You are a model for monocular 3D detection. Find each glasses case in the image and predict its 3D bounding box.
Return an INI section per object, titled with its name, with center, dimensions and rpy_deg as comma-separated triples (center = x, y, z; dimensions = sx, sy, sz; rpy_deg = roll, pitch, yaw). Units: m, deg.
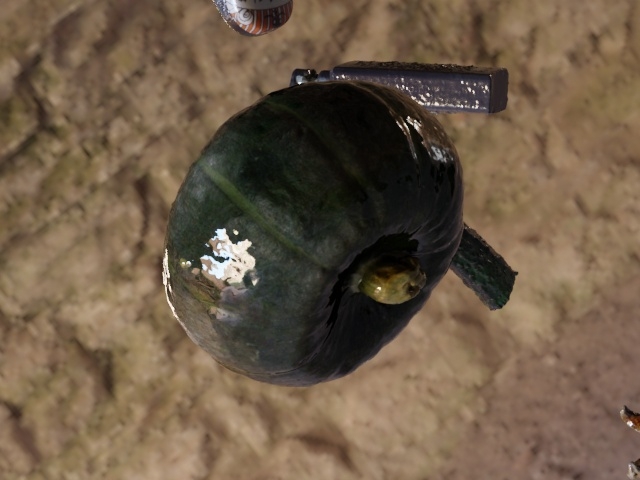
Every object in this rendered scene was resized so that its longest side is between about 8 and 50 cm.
[glasses case]
center = -0.113, -0.368, 1.755
dimensions = 0.067, 0.267, 0.103
rpy_deg = -21, 5, 45

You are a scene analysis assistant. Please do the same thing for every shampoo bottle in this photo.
[shampoo bottle]
center = 0.104, -0.220, 2.107
dimensions = 0.309, 0.071, 0.098
rpy_deg = 6, 16, 22

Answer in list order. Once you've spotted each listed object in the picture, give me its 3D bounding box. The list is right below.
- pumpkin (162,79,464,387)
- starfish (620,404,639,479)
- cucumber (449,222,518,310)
[pumpkin]
center = 0.000, 0.000, 1.348
dimensions = 0.300, 0.207, 0.300
rpy_deg = -34, -30, -23
[starfish]
center = 0.338, 0.144, 1.205
dimensions = 0.213, 0.057, 0.238
rpy_deg = -21, 2, -5
[cucumber]
center = 0.152, 0.010, 1.639
dimensions = 0.058, 0.187, 0.058
rpy_deg = -24, 47, 28
